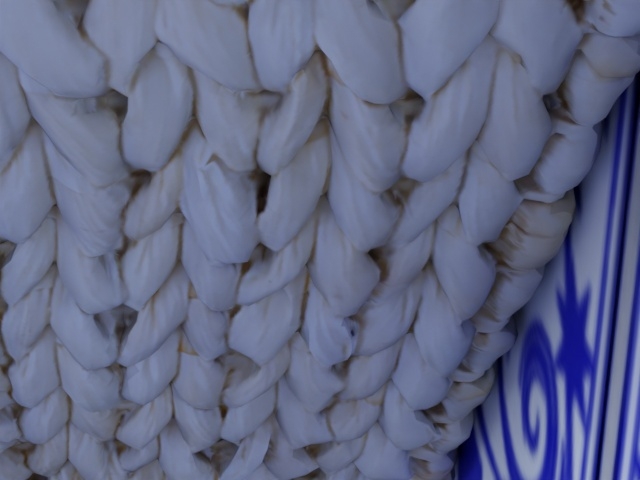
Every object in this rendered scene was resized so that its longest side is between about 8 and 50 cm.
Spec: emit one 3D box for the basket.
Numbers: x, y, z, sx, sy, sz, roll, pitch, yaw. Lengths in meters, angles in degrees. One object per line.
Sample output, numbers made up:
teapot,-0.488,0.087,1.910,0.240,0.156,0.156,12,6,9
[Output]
basket,-0.090,-0.123,0.464,0.328,0.266,0.331,102,165,-64
